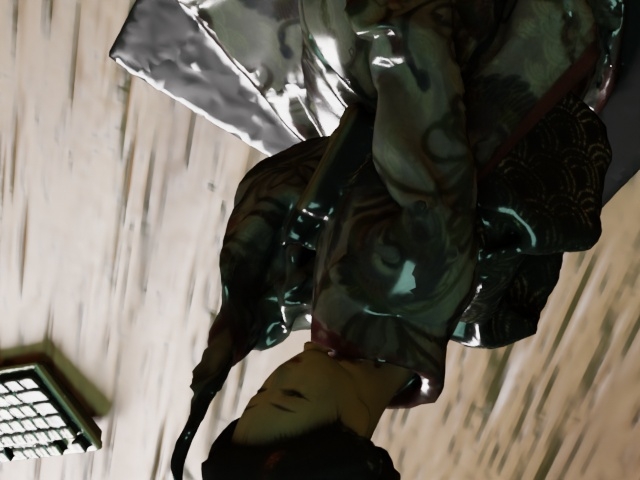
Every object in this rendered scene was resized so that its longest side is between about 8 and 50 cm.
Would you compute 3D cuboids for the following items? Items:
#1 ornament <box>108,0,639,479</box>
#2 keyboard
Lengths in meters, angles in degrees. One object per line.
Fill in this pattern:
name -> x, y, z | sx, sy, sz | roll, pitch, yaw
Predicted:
ornament -> 0.000, 0.000, 0.479 | 0.153, 0.196, 0.166 | 30, 140, -5
keyboard -> -0.150, 0.076, 0.786 | 0.129, 0.015, 0.049 | -10, 128, 37
